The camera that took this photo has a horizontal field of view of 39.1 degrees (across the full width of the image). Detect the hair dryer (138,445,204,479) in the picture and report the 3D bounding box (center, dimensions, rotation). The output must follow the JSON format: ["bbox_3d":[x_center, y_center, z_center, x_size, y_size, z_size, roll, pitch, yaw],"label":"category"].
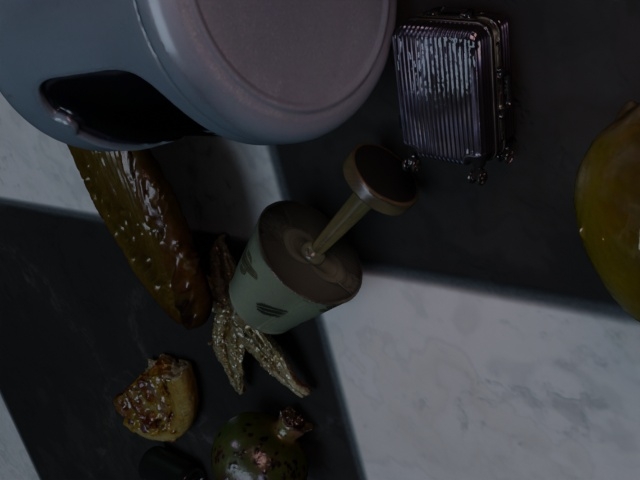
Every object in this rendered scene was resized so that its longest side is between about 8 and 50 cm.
[{"bbox_3d":[-0.258,0.418,1.366,0.100,0.197,0.057,15,163,41],"label":"hair dryer"}]

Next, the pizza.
[{"bbox_3d":[-0.239,0.238,1.307,0.246,0.058,0.127,-27,96,49],"label":"pizza"}]

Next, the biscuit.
[{"bbox_3d":[-0.214,-0.040,1.014,0.318,0.040,0.317,49,156,30],"label":"biscuit"}]

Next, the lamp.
[{"bbox_3d":[0.000,0.000,0.845,0.121,0.121,0.214,48,129,8],"label":"lamp"}]

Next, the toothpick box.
[{"bbox_3d":[-0.137,-0.204,0.750,0.355,0.263,0.262,2,118,46],"label":"toothpick box"}]

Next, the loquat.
[{"bbox_3d":[0.246,-0.007,0.560,0.195,0.152,0.152,58,142,9],"label":"loquat"}]

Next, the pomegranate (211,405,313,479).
[{"bbox_3d":[-0.074,0.270,1.112,0.130,0.130,0.130,26,134,31],"label":"pomegranate"}]

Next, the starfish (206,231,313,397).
[{"bbox_3d":[-0.105,0.100,1.076,0.295,0.048,0.231,8,122,46],"label":"starfish"}]

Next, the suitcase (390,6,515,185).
[{"bbox_3d":[0.103,-0.114,0.695,0.086,0.059,0.126,14,127,37],"label":"suitcase"}]
